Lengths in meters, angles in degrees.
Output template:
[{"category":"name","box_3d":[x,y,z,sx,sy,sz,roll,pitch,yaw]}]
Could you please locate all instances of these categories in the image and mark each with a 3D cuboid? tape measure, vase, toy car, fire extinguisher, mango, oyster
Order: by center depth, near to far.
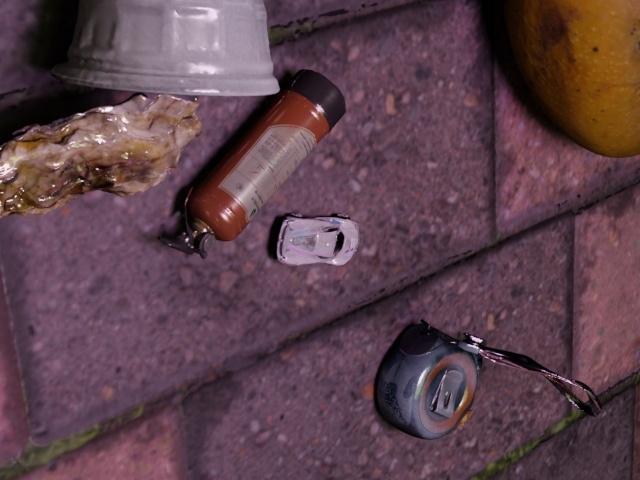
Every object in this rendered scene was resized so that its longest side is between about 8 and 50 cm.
[{"category":"vase","box_3d":[-0.087,-0.243,0.723,0.143,0.143,0.299,-6,105,-43]},{"category":"oyster","box_3d":[-0.153,-0.046,0.752,0.165,0.108,0.053,-16,86,-10]},{"category":"fire extinguisher","box_3d":[-0.052,-0.051,0.873,0.177,0.050,0.062,-50,151,-20]},{"category":"toy car","box_3d":[0.000,0.000,0.959,0.093,0.025,0.041,-1,105,-43]},{"category":"mango","box_3d":[0.248,-0.187,1.049,0.176,0.175,0.329,-28,144,-9]},{"category":"tape measure","box_3d":[0.145,0.142,1.051,0.104,0.180,0.107,28,83,-62]}]
